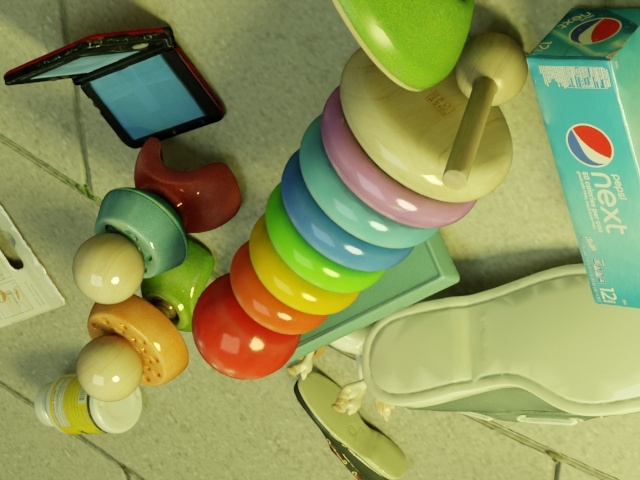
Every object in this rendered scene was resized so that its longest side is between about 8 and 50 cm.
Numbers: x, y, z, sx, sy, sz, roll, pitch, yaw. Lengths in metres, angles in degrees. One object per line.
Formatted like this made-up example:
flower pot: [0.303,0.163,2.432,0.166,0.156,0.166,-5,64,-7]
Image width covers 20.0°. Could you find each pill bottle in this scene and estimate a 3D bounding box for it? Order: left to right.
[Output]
pill bottle: [-0.244,0.169,1.883,0.116,0.065,0.065,-6,121,46]

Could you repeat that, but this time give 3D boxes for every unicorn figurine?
unicorn figurine: [0.014,0.076,1.551,0.162,0.111,0.060,40,167,-30]

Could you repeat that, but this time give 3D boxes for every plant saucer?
plant saucer: [0.020,0.041,1.482,0.192,0.018,0.067,-27,81,28]

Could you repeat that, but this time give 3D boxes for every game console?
game console: [-0.176,-0.123,1.534,0.144,0.124,0.085,-14,89,47]

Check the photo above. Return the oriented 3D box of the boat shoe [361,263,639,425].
boat shoe: [0.185,0.089,1.425,0.319,0.116,0.099,-7,163,38]

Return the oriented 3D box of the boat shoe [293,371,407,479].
boat shoe: [0.020,0.176,1.666,0.133,0.049,0.042,45,135,-10]

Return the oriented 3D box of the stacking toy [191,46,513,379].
stacking toy: [0.000,0.000,1.385,0.141,0.141,0.330,42,128,1]

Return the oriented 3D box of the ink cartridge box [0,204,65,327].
ink cartridge box: [-0.383,0.015,1.891,0.225,0.056,0.181,-21,111,30]

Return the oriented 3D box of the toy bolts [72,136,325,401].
toy bolts: [-0.122,0.051,1.575,0.218,0.158,0.228,17,139,29]

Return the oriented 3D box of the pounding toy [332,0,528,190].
pounding toy: [0.087,-0.180,1.201,0.110,0.183,0.237,-24,110,23]

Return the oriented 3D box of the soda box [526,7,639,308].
soda box: [0.211,-0.055,1.258,0.067,0.071,0.210,7,129,37]
